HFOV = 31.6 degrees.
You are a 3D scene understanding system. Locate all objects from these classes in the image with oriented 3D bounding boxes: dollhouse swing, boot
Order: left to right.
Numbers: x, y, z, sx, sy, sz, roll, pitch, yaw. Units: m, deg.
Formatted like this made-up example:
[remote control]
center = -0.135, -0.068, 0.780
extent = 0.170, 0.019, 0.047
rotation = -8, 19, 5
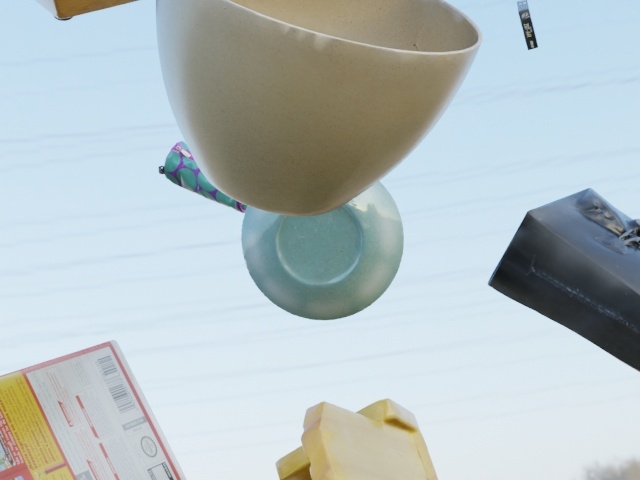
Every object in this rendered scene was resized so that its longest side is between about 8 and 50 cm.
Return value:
[dollhouse swing]
center = 0.020, 0.398, 1.387
extent = 0.315, 0.347, 0.305
rotation = -36, -31, 32
[boot]
center = 0.420, 0.108, 1.079
extent = 0.445, 0.146, 0.367
rotation = 31, 11, 30

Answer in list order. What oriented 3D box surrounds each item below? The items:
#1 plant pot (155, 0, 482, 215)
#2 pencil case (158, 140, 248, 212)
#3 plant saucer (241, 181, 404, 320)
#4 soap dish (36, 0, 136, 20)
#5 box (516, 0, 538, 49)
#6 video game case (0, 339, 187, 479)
[plant pot]
center = -0.022, -0.135, 1.007
extent = 0.284, 0.284, 0.191
rotation = 3, -60, -28
[pencil case]
center = -0.165, -0.097, 1.706
extent = 0.152, 0.064, 0.070
rotation = 23, -32, 22
[plant saucer]
center = 0.000, 0.000, 1.322
extent = 0.195, 0.195, 0.037
rotation = -11, 3, 7
[soap dish]
center = -0.286, -0.371, 1.328
extent = 0.229, 0.291, 0.118
rotation = -23, -45, -32
[box]
center = 0.340, -0.355, 1.860
extent = 0.018, 0.067, 0.083
rotation = -14, 20, 13
[video game case]
center = -0.254, 0.215, 1.022
extent = 0.285, 0.204, 0.025
rotation = -16, -17, -49
